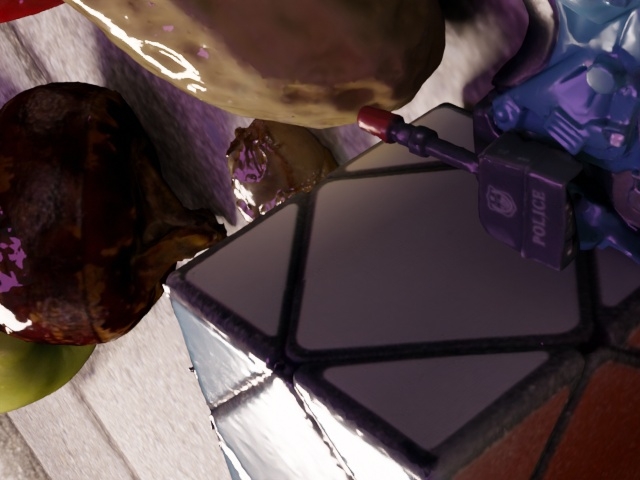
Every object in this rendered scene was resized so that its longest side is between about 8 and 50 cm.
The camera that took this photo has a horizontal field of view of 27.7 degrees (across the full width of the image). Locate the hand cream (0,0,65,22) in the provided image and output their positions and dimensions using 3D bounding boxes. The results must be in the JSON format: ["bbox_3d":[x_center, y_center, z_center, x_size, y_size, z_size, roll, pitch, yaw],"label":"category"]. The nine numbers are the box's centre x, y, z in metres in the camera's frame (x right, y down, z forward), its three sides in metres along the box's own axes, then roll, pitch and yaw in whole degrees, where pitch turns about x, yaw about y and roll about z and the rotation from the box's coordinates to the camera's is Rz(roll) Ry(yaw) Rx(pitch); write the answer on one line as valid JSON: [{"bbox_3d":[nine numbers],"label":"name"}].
[{"bbox_3d":[-0.184,-0.226,0.807,0.193,0.193,0.125,21,141,52],"label":"hand cream"}]

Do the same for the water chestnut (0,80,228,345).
[{"bbox_3d":[-0.197,-0.019,1.105,0.223,0.238,0.224,-6,-90,-83],"label":"water chestnut"}]

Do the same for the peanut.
[{"bbox_3d":[-0.066,-0.162,0.646,0.313,0.152,0.152,38,162,-21],"label":"peanut"}]

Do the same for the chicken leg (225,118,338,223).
[{"bbox_3d":[0.001,-0.002,0.900,0.085,0.069,0.198,-18,112,41],"label":"chicken leg"}]

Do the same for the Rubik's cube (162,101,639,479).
[{"bbox_3d":[0.074,0.082,0.681,0.205,0.207,0.205,33,147,43],"label":"Rubik's cube"}]

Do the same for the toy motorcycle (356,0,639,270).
[{"bbox_3d":[0.097,-0.108,0.515,0.182,0.123,0.272,26,142,32],"label":"toy motorcycle"}]

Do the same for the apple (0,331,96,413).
[{"bbox_3d":[-0.371,0.063,1.444,0.279,0.279,0.279,42,152,29],"label":"apple"}]
